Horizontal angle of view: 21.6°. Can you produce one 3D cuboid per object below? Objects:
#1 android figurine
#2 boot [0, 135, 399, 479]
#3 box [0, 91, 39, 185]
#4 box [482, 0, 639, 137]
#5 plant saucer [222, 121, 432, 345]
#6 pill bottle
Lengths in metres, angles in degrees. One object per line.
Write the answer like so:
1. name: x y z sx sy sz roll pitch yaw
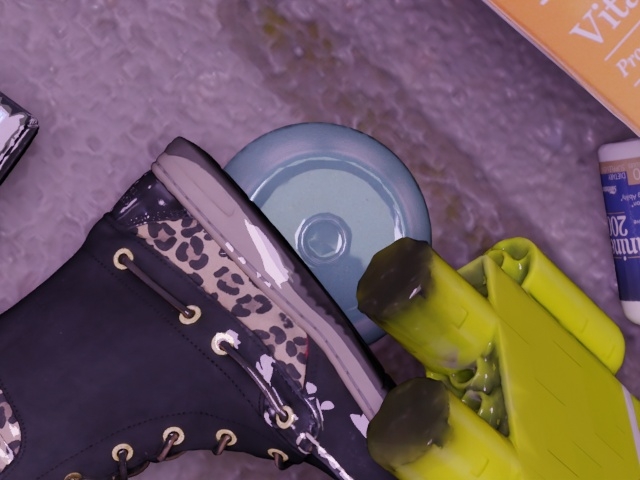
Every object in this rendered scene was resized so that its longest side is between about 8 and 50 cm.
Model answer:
1. android figurine: 0.120 0.116 0.763 0.056 0.248 0.273 -34 124 25
2. boot: -0.058 0.092 0.769 0.178 0.085 0.236 -38 77 1
3. box: -0.242 -0.047 0.760 0.180 0.077 0.147 38 85 -9
4. box: 0.100 -0.229 0.731 0.345 0.168 0.215 40 105 -3
5. plant saucer: 0.000 0.000 0.833 0.119 0.021 0.119 0 90 -11
6. pill bottle: 0.181 0.005 0.843 0.067 0.067 0.120 -10 92 -10
